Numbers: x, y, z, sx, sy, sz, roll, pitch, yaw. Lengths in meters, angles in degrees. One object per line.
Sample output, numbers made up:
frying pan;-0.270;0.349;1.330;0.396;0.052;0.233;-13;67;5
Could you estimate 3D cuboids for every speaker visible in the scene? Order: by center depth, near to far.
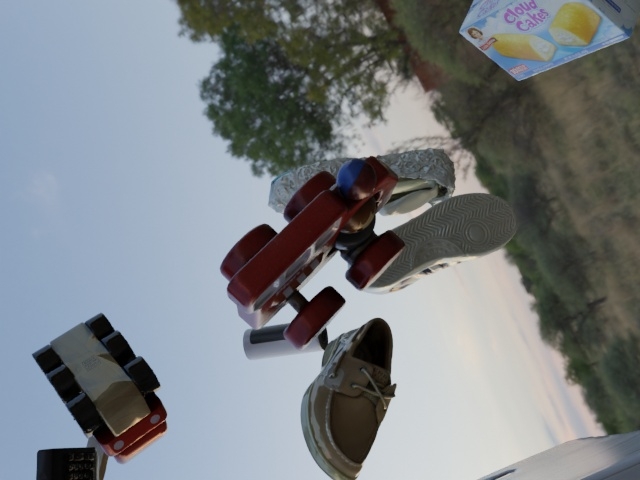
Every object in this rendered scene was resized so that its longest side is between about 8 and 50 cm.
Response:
speaker;-0.057;0.165;1.146;0.055;0.136;0.055;-10;-90;-72

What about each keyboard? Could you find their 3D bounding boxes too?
keyboard;-0.207;0.271;0.568;0.100;0.038;0.192;31;-131;-63

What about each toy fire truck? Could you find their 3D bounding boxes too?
toy fire truck;0.000;0.000;0.926;0.169;0.302;0.254;45;164;8
toy fire truck;-0.320;0.272;1.030;0.217;0.158;0.246;30;145;44

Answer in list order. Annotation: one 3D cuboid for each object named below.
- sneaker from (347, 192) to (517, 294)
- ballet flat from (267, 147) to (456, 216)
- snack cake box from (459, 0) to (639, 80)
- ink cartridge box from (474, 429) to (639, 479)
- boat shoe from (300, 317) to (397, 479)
sneaker;0.210;0.010;1.347;0.148;0.350;0.131;110;142;-76
ballet flat;0.091;-0.102;1.428;0.147;0.408;0.147;168;90;-89
snack cake box;0.368;-0.369;1.118;0.152;0.089;0.264;31;168;-18
ink cartridge box;0.147;0.188;0.478;0.224;0.223;0.045;104;146;-70
boat shoe;0.052;0.209;0.966;0.109;0.098;0.302;44;-156;-10
